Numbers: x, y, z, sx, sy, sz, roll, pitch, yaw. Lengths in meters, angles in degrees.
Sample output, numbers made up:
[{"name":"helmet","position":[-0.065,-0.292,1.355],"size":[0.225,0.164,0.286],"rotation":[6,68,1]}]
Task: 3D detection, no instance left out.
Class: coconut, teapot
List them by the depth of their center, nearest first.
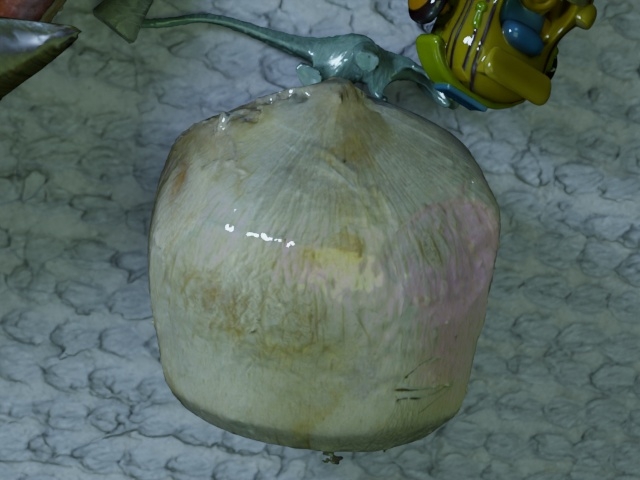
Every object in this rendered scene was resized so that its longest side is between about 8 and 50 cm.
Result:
[{"name":"coconut","position":[0.000,0.000,1.766],"size":[0.405,0.404,0.404],"rotation":[-5,111,-12]},{"name":"teapot","position":[-0.204,-0.263,1.794],"size":[0.067,0.057,0.083],"rotation":[40,91,6]}]

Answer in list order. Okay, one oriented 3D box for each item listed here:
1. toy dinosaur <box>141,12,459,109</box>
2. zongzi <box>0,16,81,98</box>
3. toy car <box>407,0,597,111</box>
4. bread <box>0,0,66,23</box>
[{"name":"toy dinosaur","position":[-0.007,-0.204,1.821],"size":[0.383,0.129,0.076],"rotation":[17,97,-18]},{"name":"zongzi","position":[-0.498,-0.167,1.517],"size":[0.432,0.207,0.403],"rotation":[-19,158,32]},{"name":"toy car","position":[0.217,-0.262,1.816],"size":[0.200,0.142,0.247],"rotation":[23,84,-34]},{"name":"bread","position":[-0.319,-0.256,1.698],"size":[0.123,0.190,0.244],"rotation":[35,102,-9]}]
